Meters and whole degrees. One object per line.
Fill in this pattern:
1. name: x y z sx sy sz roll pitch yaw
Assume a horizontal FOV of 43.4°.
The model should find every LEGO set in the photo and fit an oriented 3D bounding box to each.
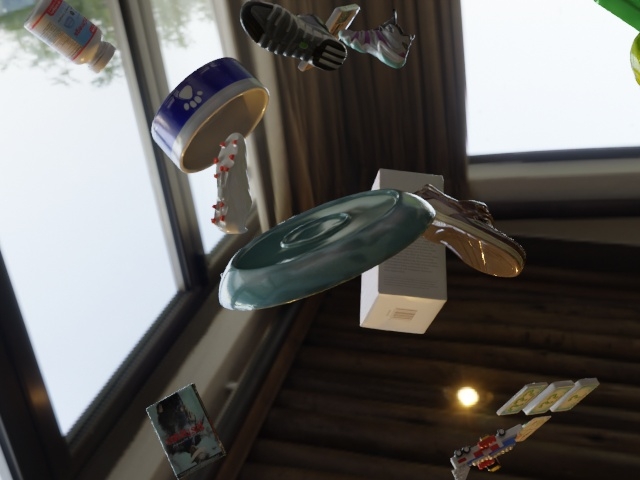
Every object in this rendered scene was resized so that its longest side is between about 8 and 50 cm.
1. LEGO set: 0.315 0.308 1.266 0.182 0.244 0.060 5 -135 -39

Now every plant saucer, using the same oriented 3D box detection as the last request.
1. plant saucer: 0.000 0.000 1.098 0.318 0.043 0.317 -22 -165 6

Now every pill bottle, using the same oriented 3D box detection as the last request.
1. pill bottle: -0.481 -0.398 1.556 0.087 0.160 0.087 -36 -147 29

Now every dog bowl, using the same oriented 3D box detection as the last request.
1. dog bowl: -0.245 -0.279 1.804 0.104 0.265 0.265 47 -135 10

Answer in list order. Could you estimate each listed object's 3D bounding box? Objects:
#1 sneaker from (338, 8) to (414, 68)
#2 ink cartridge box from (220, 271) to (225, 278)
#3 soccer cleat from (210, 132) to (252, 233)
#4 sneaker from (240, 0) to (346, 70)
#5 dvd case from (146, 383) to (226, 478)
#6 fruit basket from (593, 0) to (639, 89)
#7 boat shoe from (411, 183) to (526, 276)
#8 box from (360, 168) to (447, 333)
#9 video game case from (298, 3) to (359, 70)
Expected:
1. sneaker: 0.079 -0.281 1.078 0.098 0.069 0.038 25 -161 2
2. ink cartridge box: -0.057 0.053 1.582 0.186 0.065 0.311 -17 180 12
3. soccer cleat: -0.165 -0.108 1.549 0.068 0.196 0.076 -4 167 44
4. sneaker: -0.062 -0.415 1.568 0.229 0.086 0.132 23 -150 -29
5. dvd case: -0.205 0.291 1.226 0.087 0.119 0.013 -29 170 11
6. fruit basket: 0.741 -0.420 1.658 0.392 0.392 0.283 11 -147 39
7. boat shoe: 0.312 -0.037 1.703 0.123 0.123 0.342 -42 -141 -15
8. box: 0.203 0.028 2.003 0.168 0.215 0.345 7 -120 -6
9. video game case: 0.019 -0.450 1.778 0.019 0.157 0.143 39 -153 3
